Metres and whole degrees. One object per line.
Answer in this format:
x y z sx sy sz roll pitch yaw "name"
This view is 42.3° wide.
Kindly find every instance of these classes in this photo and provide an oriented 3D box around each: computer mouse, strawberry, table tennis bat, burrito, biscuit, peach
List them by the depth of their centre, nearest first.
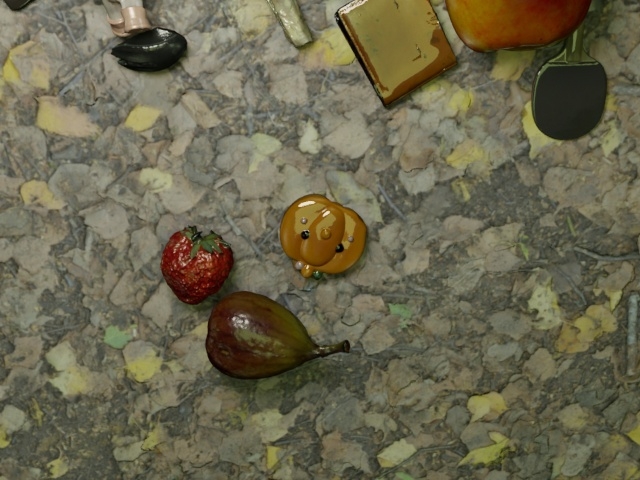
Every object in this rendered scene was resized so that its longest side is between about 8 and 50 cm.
0.335 -0.455 1.375 0.249 0.245 0.274 -16 99 -28 "peach"
-0.294 -0.322 1.429 0.135 0.047 0.079 -11 152 7 "computer mouse"
-0.062 -0.404 1.436 0.055 0.041 0.149 -24 108 18 "burrito"
0.458 -0.305 1.511 0.138 0.022 0.246 -2 109 -3 "table tennis bat"
-0.234 0.050 1.530 0.131 0.131 0.148 26 96 -11 "strawberry"
0.000 0.001 1.564 0.170 0.050 0.170 -1 107 -2 "biscuit"

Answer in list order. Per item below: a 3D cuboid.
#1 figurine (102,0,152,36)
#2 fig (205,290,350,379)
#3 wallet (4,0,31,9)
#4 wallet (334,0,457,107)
-0.346 -0.473 1.350 0.200 0.133 0.276 -14 109 -3 "figurine"
-0.079 0.187 1.561 0.274 0.145 0.170 7 108 10 "fig"
-0.541 -0.470 1.398 0.082 0.018 0.156 -38 106 8 "wallet"
0.136 -0.360 1.466 0.161 0.042 0.195 -29 109 10 "wallet"
